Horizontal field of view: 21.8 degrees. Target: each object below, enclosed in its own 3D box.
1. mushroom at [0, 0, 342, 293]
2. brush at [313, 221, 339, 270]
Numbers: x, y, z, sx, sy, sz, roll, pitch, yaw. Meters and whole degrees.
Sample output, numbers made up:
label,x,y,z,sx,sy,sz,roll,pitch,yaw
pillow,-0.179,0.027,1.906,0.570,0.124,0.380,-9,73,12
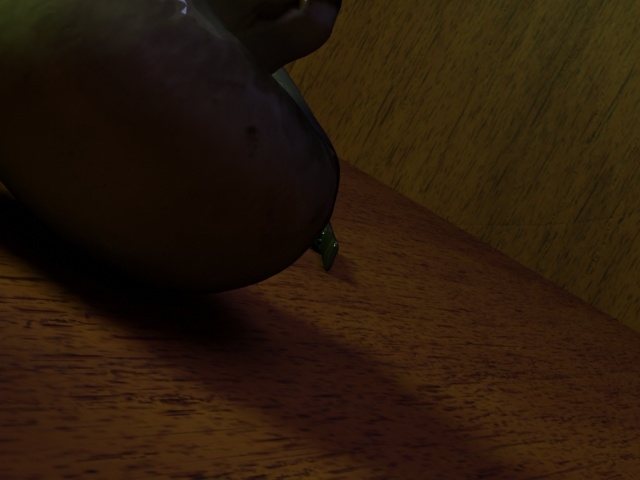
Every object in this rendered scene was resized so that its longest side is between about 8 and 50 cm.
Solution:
label,x,y,z,sx,sy,sz,roll,pitch,yaw
mushroom,-0.110,-0.141,1.189,0.362,0.294,0.362,50,6,-7
brush,0.000,0.000,1.831,0.027,0.034,0.190,18,8,-6
